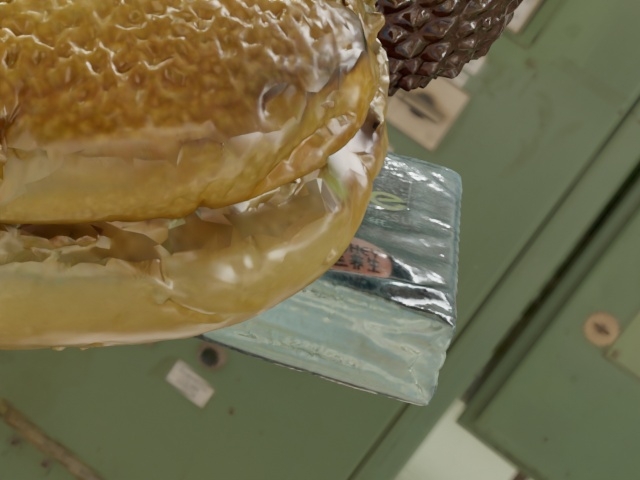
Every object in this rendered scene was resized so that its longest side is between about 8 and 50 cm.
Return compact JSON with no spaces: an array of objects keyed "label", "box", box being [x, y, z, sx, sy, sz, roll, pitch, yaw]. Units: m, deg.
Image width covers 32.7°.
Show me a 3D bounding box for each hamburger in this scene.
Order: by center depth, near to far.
[{"label":"hamburger","box":[-0.110,-0.089,0.474,0.314,0.170,0.289,7,46,-10]}]

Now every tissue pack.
[{"label":"tissue pack","box":[0.000,0.000,0.927,0.228,0.103,0.315,18,25,-1]}]

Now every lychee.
[{"label":"lychee","box":[0.028,-0.225,0.844,0.271,0.271,0.271,32,15,-9]}]
